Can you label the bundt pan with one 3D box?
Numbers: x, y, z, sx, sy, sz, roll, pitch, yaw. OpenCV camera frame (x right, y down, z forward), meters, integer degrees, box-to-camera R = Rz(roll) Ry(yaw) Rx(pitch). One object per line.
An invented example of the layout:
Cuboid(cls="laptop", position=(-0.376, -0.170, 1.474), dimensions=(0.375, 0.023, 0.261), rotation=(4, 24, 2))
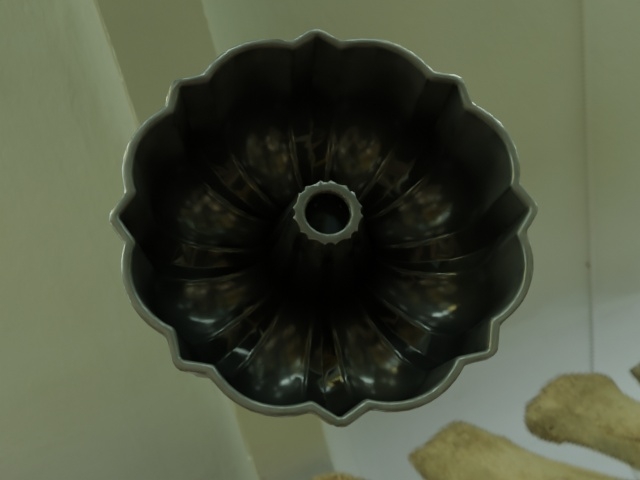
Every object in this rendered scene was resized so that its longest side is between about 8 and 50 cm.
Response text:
Cuboid(cls="bundt pan", position=(0.000, 0.000, 0.850), dimensions=(0.331, 0.331, 0.124), rotation=(-12, -20, -10))
